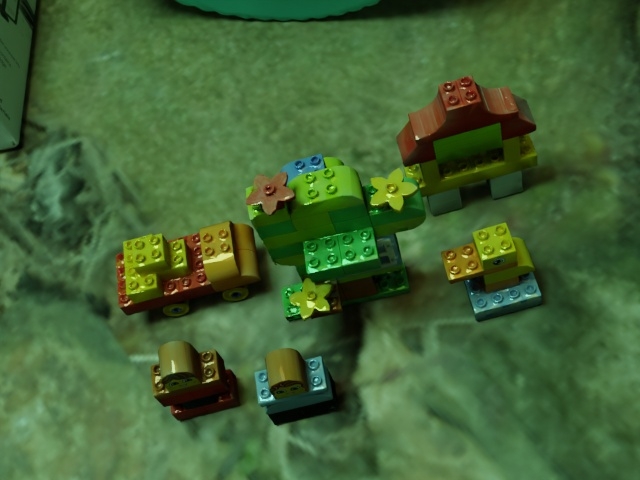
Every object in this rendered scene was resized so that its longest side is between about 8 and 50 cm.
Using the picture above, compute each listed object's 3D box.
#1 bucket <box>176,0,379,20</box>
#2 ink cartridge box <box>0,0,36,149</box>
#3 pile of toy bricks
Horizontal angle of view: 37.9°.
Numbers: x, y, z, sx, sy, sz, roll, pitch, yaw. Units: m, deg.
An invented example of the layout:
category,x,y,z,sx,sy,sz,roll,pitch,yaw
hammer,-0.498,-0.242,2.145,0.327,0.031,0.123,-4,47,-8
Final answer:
category,x,y,z,sx,sy,sz,roll,pitch,yaw
bucket,-0.033,-0.257,0.482,0.281,0.281,0.183,4,70,17
ink cartridge box,-0.263,-0.147,0.580,0.148,0.086,0.203,-11,59,9
pile of toy bricks,0.000,0.000,0.412,0.212,0.105,0.118,-16,57,5
